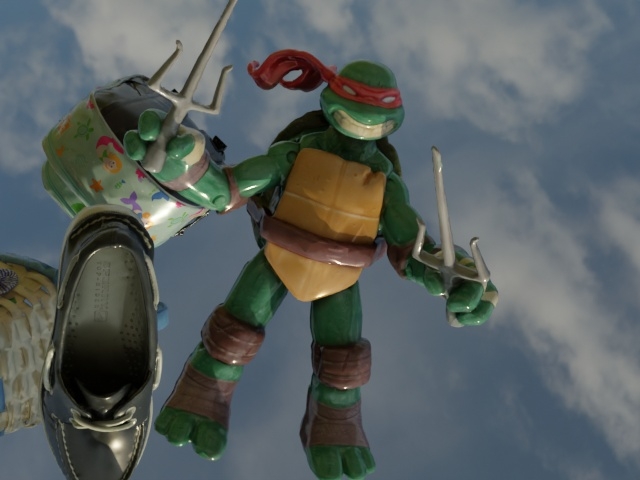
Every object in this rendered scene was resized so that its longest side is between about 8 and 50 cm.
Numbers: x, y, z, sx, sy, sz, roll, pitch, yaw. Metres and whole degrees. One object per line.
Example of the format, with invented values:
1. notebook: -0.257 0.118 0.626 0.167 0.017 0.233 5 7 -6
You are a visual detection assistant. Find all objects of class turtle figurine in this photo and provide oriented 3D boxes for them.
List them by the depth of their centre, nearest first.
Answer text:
1. turtle figurine: 0.000 0.000 0.408 0.175 0.234 0.118 19 -158 10

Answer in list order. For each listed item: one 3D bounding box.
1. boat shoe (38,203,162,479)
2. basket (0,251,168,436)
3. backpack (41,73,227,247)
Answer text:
1. boat shoe: -0.205 0.121 0.781 0.114 0.303 0.091 -3 -160 -16
2. basket: -0.361 0.111 1.024 0.254 0.201 0.289 5 -168 26
3. backpack: -0.250 -0.096 1.125 0.191 0.225 0.253 -38 -172 11
